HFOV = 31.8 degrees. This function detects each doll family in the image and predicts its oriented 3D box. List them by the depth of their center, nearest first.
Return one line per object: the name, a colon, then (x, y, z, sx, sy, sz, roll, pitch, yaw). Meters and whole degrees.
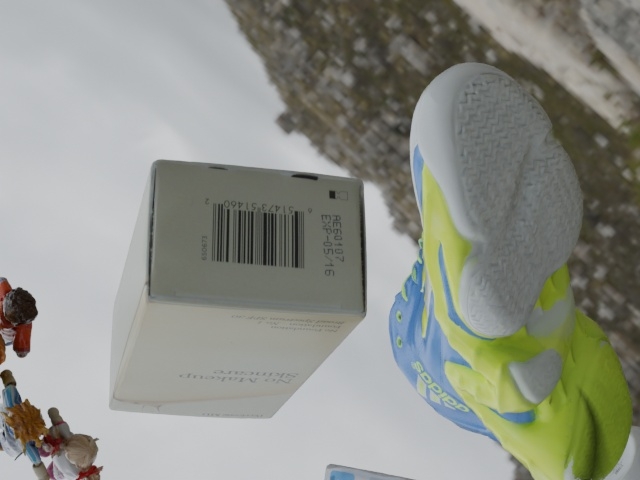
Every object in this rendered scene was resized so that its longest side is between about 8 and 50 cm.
doll family: (-0.333, 0.170, 1.202, 0.263, 0.118, 0.163, 65, 152, 2)

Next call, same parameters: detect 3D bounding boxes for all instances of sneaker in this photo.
sneaker: (0.068, 0.024, 0.560, 0.126, 0.091, 0.240, 10, 130, 47)

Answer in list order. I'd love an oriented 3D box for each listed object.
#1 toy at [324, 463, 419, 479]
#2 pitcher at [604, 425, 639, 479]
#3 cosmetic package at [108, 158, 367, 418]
toy: (0.094, 0.263, 0.882, 0.237, 0.136, 0.056, 6, 171, 23)
pitcher: (0.395, 0.271, 1.240, 0.207, 0.177, 0.125, 37, 174, -22)
cosmetic package: (-0.080, 0.054, 0.909, 0.160, 0.113, 0.309, 5, 156, -13)
